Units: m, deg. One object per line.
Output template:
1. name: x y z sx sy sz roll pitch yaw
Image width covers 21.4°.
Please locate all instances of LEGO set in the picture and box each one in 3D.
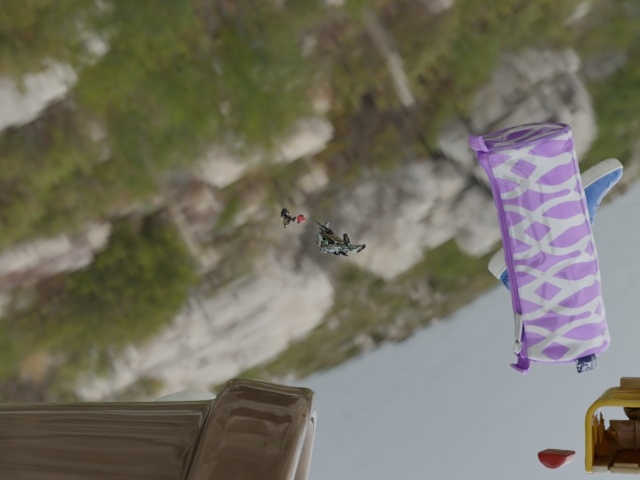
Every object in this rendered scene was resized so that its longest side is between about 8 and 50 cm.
1. LEGO set: -0.001 -0.001 1.522 0.023 0.083 0.054 -64 179 16

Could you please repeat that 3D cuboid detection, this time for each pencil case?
1. pencil case: 0.180 0.004 1.391 0.088 0.206 0.086 -14 -171 -14

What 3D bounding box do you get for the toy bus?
1. toy bus: 0.365 0.212 1.966 0.191 0.104 0.202 -3 -176 -28

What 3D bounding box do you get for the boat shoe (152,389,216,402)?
1. boat shoe: -0.106 0.273 1.833 0.116 0.099 0.319 -19 145 5

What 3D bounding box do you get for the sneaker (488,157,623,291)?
1. sneaker: 0.232 0.002 1.522 0.152 0.084 0.058 -43 166 6

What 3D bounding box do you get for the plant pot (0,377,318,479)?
1. plant pot: -0.136 0.190 0.995 0.229 0.263 0.263 12 163 4
